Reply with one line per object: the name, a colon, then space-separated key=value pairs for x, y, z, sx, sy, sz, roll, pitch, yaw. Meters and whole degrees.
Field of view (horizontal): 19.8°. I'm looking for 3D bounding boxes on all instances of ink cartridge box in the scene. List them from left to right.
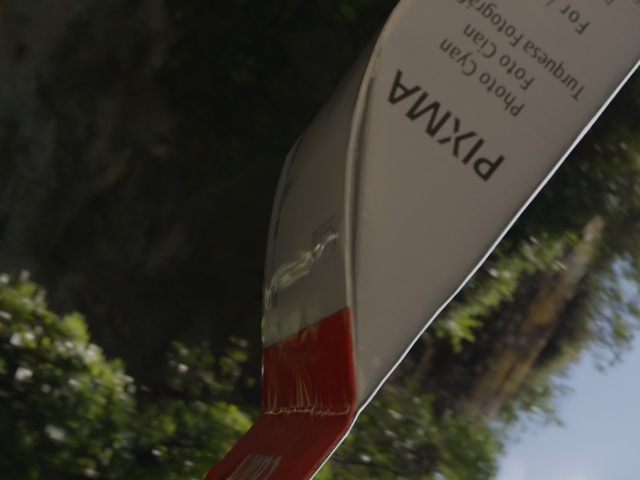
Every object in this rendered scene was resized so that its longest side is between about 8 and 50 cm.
ink cartridge box: x=0.000 y=0.000 z=0.782 sx=0.091 sy=0.308 sz=0.385 roll=41 pitch=-100 yaw=-2
